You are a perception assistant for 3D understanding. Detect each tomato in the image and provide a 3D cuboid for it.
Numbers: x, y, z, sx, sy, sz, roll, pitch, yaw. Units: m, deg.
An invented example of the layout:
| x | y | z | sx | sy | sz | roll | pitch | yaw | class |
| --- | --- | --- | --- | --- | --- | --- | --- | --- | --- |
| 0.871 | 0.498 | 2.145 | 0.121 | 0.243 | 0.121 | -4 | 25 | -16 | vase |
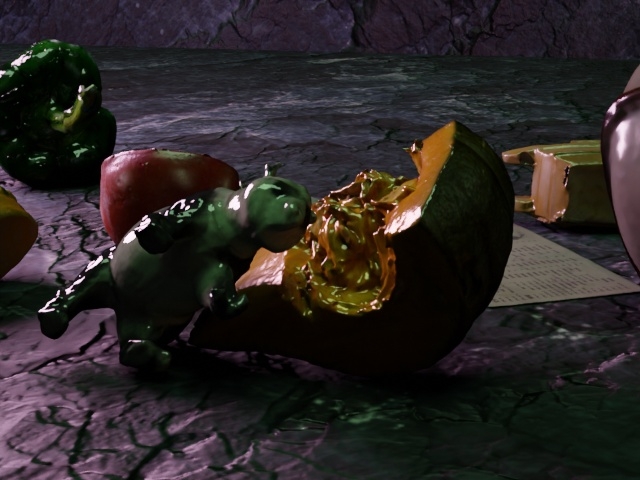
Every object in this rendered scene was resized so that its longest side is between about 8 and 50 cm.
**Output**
| x | y | z | sx | sy | sz | roll | pitch | yaw | class |
| --- | --- | --- | --- | --- | --- | --- | --- | --- | --- |
| -0.144 | -0.023 | 1.149 | 0.139 | 0.091 | 0.159 | 7 | -13 | -8 | tomato |

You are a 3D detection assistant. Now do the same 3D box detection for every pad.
| x | y | z | sx | sy | sz | roll | pitch | yaw | class |
| --- | --- | --- | --- | --- | --- | --- | --- | --- | --- |
| 0.173 | 0.015 | 1.159 | 0.159 | 0.009 | 0.265 | -4 | 16 | -18 | pad |

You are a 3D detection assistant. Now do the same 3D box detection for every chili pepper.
| x | y | z | sx | sy | sz | roll | pitch | yaw | class |
| --- | --- | --- | --- | --- | --- | --- | --- | --- | --- |
| -0.331 | -0.155 | 1.462 | 0.165 | 0.174 | 0.261 | -9 | 11 | -15 | chili pepper |

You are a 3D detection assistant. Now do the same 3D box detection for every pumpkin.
| x | y | z | sx | sy | sz | roll | pitch | yaw | class |
| --- | --- | --- | --- | --- | --- | --- | --- | --- | --- |
| 0.037 | 0.031 | 0.888 | 0.248 | 0.126 | 0.131 | -25 | 34 | 38 | pumpkin |

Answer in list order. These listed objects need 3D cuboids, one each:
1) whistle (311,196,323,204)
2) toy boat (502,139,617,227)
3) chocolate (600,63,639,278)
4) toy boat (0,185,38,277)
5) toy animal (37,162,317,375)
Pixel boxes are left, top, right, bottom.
| x | y | z | sx | sy | sz | roll | pitch | yaw | class |
| --- | --- | --- | --- | --- | --- | --- | --- | --- | --- |
| 0.000 | 0.000 | 1.144 | 0.104 | 0.057 | 0.198 | 8 | 16 | -38 | whistle |
| 0.345 | -0.065 | 1.300 | 0.310 | 0.089 | 0.115 | -3 | 13 | -8 | toy boat |
| 0.343 | -0.069 | 0.994 | 0.186 | 0.284 | 0.283 | 10 | 18 | 38 | chocolate |
| -0.329 | -0.001 | 1.055 | 0.088 | 0.089 | 0.229 | 20 | 25 | 17 | toy boat |
| -0.095 | 0.016 | 0.869 | 0.225 | 0.094 | 0.121 | -36 | 8 | 39 | toy animal |
